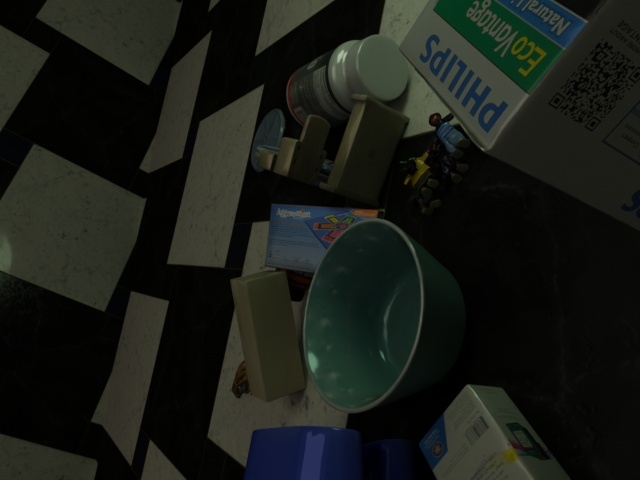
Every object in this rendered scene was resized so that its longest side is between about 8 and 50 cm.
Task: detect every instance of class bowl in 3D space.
[{"bbox_3d":[0.119,0.132,0.909,0.311,0.163,0.311,-33,49,48],"label":"bowl"}]

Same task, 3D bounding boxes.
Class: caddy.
[{"bbox_3d":[0.007,0.413,0.891,0.341,0.241,0.179,-29,48,51],"label":"caddy"}]

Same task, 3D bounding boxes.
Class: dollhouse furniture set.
[{"bbox_3d":[-0.021,-0.224,1.177,0.303,0.286,0.198,25,98,47],"label":"dollhouse furniture set"}]

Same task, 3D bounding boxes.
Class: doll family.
[{"bbox_3d":[0.205,-0.146,0.992,0.193,0.076,0.111,-51,33,26],"label":"doll family"}]

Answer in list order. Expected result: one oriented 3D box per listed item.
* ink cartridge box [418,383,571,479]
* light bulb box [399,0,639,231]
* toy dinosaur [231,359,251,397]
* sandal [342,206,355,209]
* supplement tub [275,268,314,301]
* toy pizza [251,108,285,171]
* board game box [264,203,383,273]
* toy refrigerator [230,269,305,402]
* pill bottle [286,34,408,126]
[{"bbox_3d":[0.240,0.320,0.711,0.134,0.078,0.231,-60,34,24],"label":"ink cartridge box"},{"bbox_3d":[0.340,-0.222,0.523,0.361,0.358,0.225,-54,34,28],"label":"light bulb box"},{"bbox_3d":[-0.197,0.336,1.425,0.211,0.064,0.112,-63,31,18],"label":"toy dinosaur"},{"bbox_3d":[0.052,0.024,1.166,0.090,0.060,0.219,-26,55,51],"label":"sandal"},{"bbox_3d":[-0.041,0.040,1.264,0.106,0.106,0.197,40,111,57],"label":"supplement tub"},{"bbox_3d":[-0.156,-0.306,1.681,0.201,0.032,0.201,-33,49,49],"label":"toy pizza"},{"bbox_3d":[0.000,0.000,1.154,0.281,0.027,0.145,7,92,37],"label":"board game box"},{"bbox_3d":[-0.119,0.209,1.222,0.094,0.102,0.269,-2,100,57],"label":"toy refrigerator"},{"bbox_3d":[0.055,-0.353,1.234,0.283,0.161,0.161,-2,75,58],"label":"pill bottle"}]
